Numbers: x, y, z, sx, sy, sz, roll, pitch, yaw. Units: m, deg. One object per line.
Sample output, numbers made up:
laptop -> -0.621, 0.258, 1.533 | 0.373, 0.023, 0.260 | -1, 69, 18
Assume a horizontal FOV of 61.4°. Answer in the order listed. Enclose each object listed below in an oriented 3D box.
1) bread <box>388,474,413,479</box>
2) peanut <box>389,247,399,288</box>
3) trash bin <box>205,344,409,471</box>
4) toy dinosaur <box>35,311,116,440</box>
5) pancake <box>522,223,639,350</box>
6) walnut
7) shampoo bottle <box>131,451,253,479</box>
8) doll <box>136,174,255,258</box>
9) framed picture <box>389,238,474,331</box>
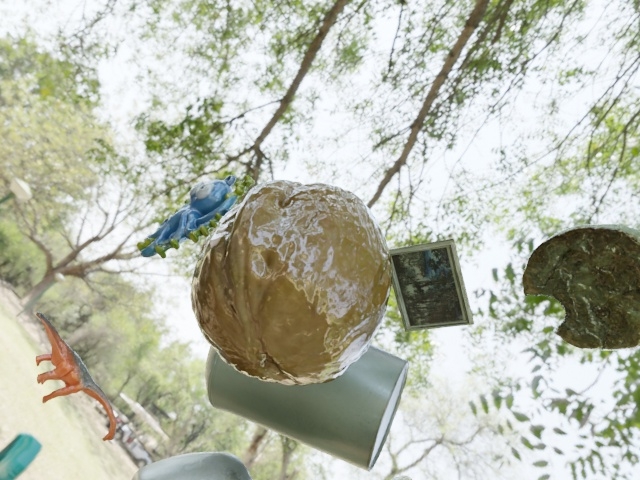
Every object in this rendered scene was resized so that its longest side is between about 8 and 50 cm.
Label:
bread -> 0.216, 0.767, 1.506 | 0.171, 0.197, 0.197 | 52, -23, 10
peanut -> 0.282, 0.118, 1.557 | 0.305, 0.147, 0.147 | 30, -15, -31
trash bin -> -0.044, 0.303, 1.202 | 0.431, 0.280, 0.280 | 19, -32, 19
toy dinosaur -> -0.454, 0.257, 0.976 | 0.055, 0.101, 0.280 | -124, -159, -65
pancake -> 0.488, 0.081, 0.936 | 0.253, 0.037, 0.254 | 11, -66, 27
walnut -> -0.042, 0.053, 0.824 | 0.332, 0.333, 0.333 | 36, -26, 20
shampoo bottle -> -0.247, 0.570, 1.008 | 0.322, 0.317, 0.323 | 166, -90, -71
doll -> -0.366, -0.075, 1.495 | 0.346, 0.341, 0.099 | 11, -42, 58
framed picture -> 0.210, 0.093, 1.051 | 0.141, 0.011, 0.183 | -10, -73, 23
